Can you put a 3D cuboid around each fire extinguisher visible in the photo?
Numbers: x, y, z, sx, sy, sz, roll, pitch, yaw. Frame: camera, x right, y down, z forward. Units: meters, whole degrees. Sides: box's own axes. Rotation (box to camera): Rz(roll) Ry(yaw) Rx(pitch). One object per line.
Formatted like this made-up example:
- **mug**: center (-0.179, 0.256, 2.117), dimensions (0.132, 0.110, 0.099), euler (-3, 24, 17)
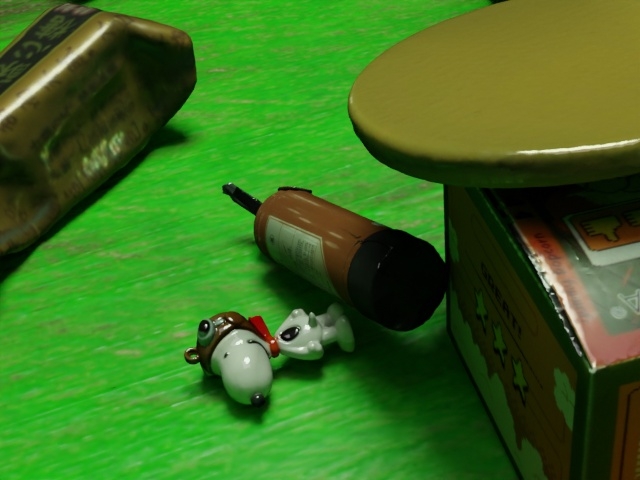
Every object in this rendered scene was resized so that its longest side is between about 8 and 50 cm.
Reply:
- **fire extinguisher**: center (0.000, 0.000, 0.619), dimensions (0.050, 0.062, 0.177), euler (-58, 33, -4)

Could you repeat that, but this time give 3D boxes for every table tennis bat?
- **table tennis bat**: center (0.162, -0.099, 0.527), dimensions (0.320, 0.050, 0.198), euler (-24, 28, -21)

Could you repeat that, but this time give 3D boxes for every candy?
- **candy**: center (-0.197, -0.062, 0.724), dimensions (0.143, 0.101, 0.271), euler (15, 48, 35)

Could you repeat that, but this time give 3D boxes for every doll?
- **doll**: center (-0.026, 0.053, 0.595), dimensions (0.085, 0.040, 0.058), euler (-34, 57, -24)

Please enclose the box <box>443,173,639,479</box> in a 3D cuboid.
- **box**: center (0.174, 0.024, 0.511), dimensions (0.194, 0.148, 0.178), euler (-12, 39, -7)
